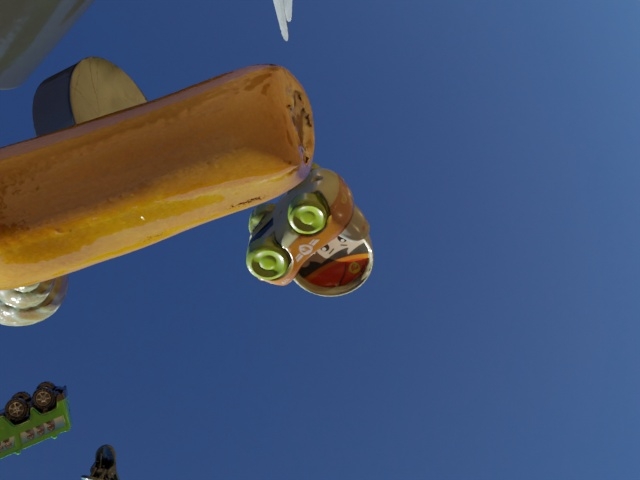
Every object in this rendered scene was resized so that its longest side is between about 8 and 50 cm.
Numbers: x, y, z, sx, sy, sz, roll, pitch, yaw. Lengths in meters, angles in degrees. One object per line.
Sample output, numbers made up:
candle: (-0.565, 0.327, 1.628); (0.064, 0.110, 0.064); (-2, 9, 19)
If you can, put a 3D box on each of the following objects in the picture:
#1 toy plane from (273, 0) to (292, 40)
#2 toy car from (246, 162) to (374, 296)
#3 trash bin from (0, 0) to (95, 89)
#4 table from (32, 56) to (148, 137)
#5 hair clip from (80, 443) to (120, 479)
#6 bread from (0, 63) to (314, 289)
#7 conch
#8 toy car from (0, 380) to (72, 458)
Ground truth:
toy plane: (-0.080, -0.379, 0.966); (0.088, 0.212, 0.267); (-14, -134, -31)
toy car: (0.000, 0.000, 1.444); (0.235, 0.235, 0.145); (48, -159, -28)
trash bin: (-0.309, -0.340, 0.899); (0.214, 0.334, 0.214); (40, -158, -19)
table: (-0.189, -0.090, 0.727); (0.133, 0.043, 0.133); (52, -153, -41)
hair clip: (-0.334, 0.436, 1.355); (0.070, 0.039, 0.229); (-66, -27, -51)
bread: (-0.116, -0.035, 0.508); (0.074, 0.239, 0.092); (-106, -4, -49)
conch: (-0.404, 0.063, 1.138); (0.116, 0.173, 0.106); (17, -142, -45)
toy car: (-0.369, 0.219, 0.961); (0.165, 0.071, 0.062); (-22, -87, -15)
